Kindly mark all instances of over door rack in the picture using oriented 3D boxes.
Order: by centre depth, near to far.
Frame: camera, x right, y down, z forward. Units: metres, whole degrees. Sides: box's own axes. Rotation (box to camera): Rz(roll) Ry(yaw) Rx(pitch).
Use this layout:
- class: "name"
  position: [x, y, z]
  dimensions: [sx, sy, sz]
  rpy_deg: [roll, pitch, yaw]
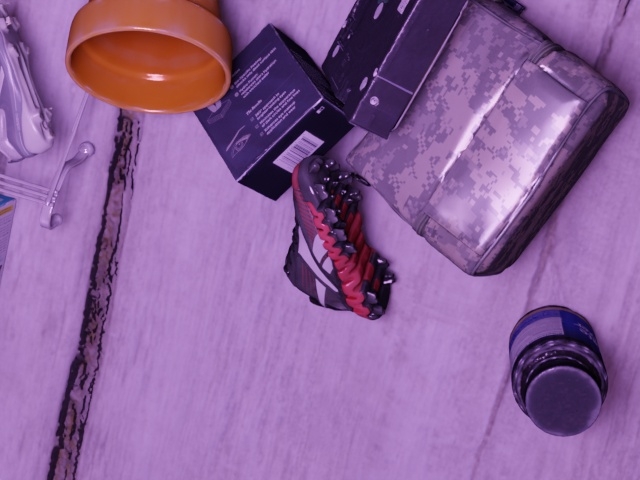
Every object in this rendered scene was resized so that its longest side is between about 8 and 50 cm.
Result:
- class: "over door rack"
  position: [-0.420, -0.201, 1.597]
  dimensions: [0.240, 0.108, 0.324]
  rpy_deg: [17, 91, 3]

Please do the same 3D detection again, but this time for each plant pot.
- class: "plant pot"
  position: [-0.208, -0.291, 1.481]
  dimensions: [0.205, 0.205, 0.187]
  rpy_deg: [0, 67, 7]

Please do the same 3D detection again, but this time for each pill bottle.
- class: "pill bottle"
  position: [0.309, 0.171, 1.528]
  dimensions: [0.123, 0.219, 0.122]
  rpy_deg: [2, 104, 7]

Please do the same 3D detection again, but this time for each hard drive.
- class: "hard drive"
  position: [0.120, -0.311, 1.416]
  dimensions: [0.064, 0.237, 0.339]
  rpy_deg: [23, 109, -18]

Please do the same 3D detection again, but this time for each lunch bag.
- class: "lunch bag"
  position: [0.201, -0.142, 1.470]
  dimensions: [0.256, 0.212, 0.305]
  rpy_deg: [39, 106, 17]

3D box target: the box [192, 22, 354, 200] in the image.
- class: "box"
  position: [-0.063, -0.166, 1.518]
  dimensions: [0.156, 0.093, 0.158]
  rpy_deg: [-42, 56, 15]

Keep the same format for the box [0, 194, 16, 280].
- class: "box"
  position: [-0.500, 0.056, 1.665]
  dimensions: [0.060, 0.100, 0.244]
  rpy_deg: [17, 105, 4]

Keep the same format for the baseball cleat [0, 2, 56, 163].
- class: "baseball cleat"
  position: [-0.417, -0.201, 1.509]
  dimensions: [0.109, 0.072, 0.205]
  rpy_deg: [-21, 85, 10]

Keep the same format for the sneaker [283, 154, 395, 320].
- class: "sneaker"
  position: [0.000, 0.000, 1.552]
  dimensions: [0.135, 0.097, 0.276]
  rpy_deg: [1, 137, 26]
